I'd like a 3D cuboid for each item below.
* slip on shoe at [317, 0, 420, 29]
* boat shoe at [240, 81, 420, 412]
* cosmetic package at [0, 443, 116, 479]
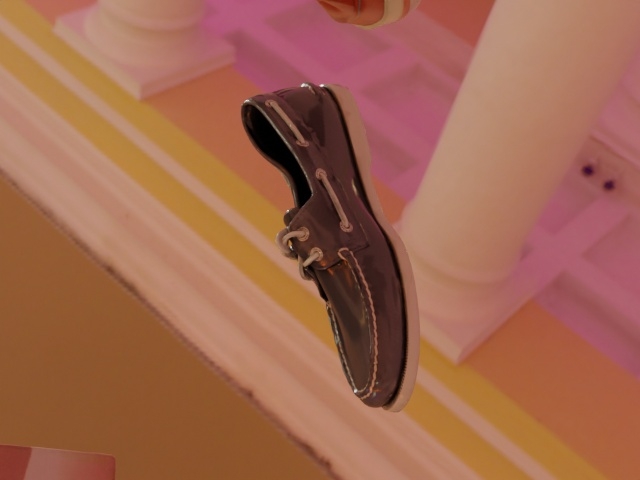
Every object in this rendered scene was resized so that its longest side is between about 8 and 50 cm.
[{"bbox_3d":[-0.020,-0.153,0.408,0.101,0.331,0.123,-19,-91,9],"label":"slip on shoe"},{"bbox_3d":[0.000,0.000,0.557,0.065,0.075,0.206,0,-122,-22],"label":"boat shoe"},{"bbox_3d":[-0.289,0.201,0.664,0.296,0.129,0.153,20,-112,-51],"label":"cosmetic package"}]
